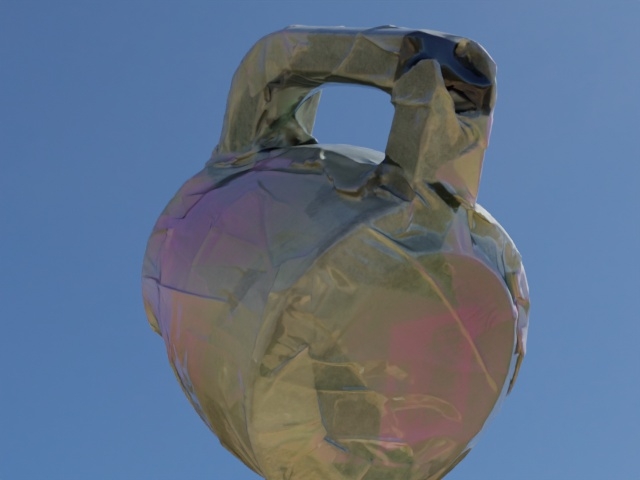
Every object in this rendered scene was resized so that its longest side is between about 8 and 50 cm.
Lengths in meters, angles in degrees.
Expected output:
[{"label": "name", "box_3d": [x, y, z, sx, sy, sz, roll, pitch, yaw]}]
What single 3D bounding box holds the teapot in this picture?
[{"label": "teapot", "box_3d": [-0.011, 0.007, 0.722, 0.163, 0.178, 0.221, -27, -56, -27]}]
